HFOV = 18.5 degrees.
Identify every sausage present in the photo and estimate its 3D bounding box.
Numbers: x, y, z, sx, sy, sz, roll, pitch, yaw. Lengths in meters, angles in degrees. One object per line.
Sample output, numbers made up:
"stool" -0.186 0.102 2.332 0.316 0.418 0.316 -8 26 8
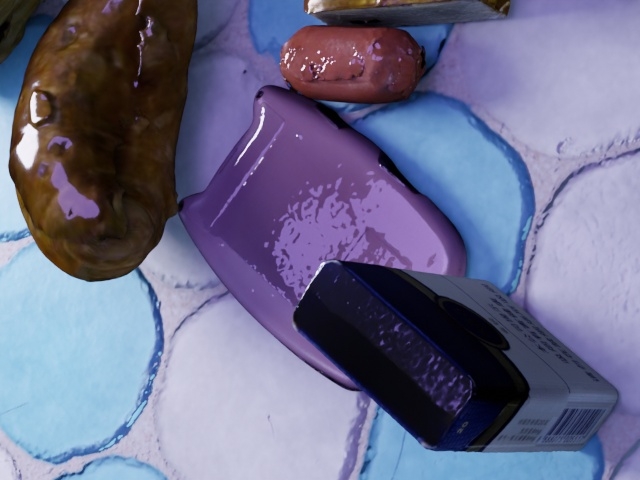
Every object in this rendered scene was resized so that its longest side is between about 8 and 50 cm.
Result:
"sausage" 0.028 -0.155 1.729 0.141 0.076 0.076 7 85 29

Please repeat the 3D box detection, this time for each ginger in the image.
"ginger" -0.203 -0.118 1.804 0.172 0.165 0.321 -10 68 50

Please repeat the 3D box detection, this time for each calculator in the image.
"calculator" -0.001 0.000 1.738 0.294 0.043 0.194 42 103 27

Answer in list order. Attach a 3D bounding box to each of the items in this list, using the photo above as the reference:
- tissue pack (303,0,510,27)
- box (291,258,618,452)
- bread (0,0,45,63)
"tissue pack" 0.079 -0.305 1.715 0.183 0.092 0.226 -1 80 30
"box" 0.109 0.092 1.532 0.168 0.259 0.071 42 106 28
"bread" -0.380 -0.311 1.932 0.314 0.191 0.370 -46 51 22
